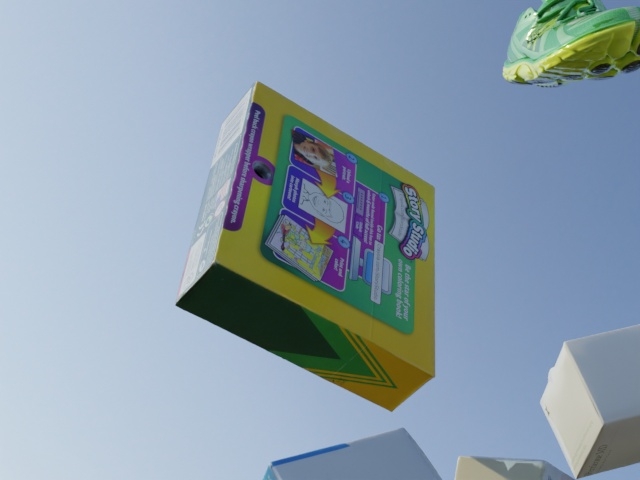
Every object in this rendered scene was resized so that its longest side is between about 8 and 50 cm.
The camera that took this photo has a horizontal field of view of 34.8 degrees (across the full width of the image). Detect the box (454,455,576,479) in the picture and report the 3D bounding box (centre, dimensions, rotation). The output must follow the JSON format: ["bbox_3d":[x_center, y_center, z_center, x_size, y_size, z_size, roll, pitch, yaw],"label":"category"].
[{"bbox_3d":[0.219,0.421,1.191,0.121,0.311,0.148,-6,-28,39],"label":"box"}]

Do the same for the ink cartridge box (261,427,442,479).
[{"bbox_3d":[0.005,0.258,0.855,0.140,0.082,0.190,-7,-43,-33],"label":"ink cartridge box"}]

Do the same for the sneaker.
[{"bbox_3d":[0.293,-0.250,1.212,0.109,0.123,0.295,1,5,-14],"label":"sneaker"}]

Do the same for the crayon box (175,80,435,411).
[{"bbox_3d":[0.000,0.000,1.332,0.313,0.363,0.106,30,-51,-19],"label":"crayon box"}]

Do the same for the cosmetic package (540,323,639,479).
[{"bbox_3d":[0.553,0.227,1.595,0.366,0.155,0.197,-13,-36,-9],"label":"cosmetic package"}]
